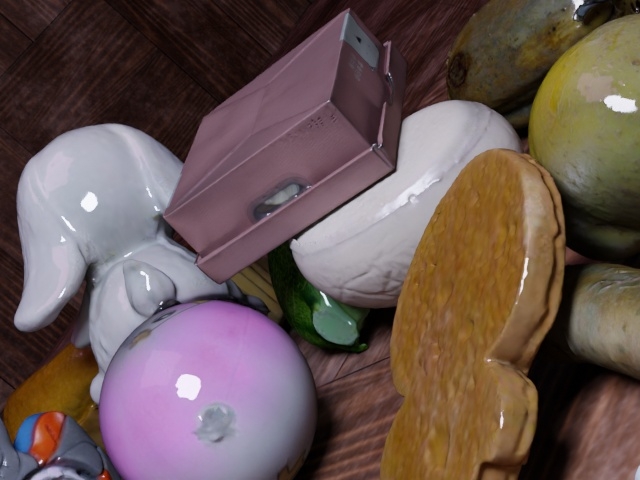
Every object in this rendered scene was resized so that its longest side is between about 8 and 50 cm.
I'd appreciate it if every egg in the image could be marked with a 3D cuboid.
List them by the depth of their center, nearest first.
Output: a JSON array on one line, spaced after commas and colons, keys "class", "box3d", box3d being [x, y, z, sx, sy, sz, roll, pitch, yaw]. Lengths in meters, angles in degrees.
[{"class": "egg", "box3d": [-0.101, 0.151, 1.130, 0.196, 0.196, 0.271, -53, 0, -19]}]

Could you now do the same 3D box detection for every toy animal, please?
[{"class": "toy animal", "box3d": [-0.205, 0.018, 1.297, 0.249, 0.289, 0.174, -49, -19, -25]}]

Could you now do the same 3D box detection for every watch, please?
[{"class": "watch", "box3d": [-0.382, 0.302, 1.355, 0.274, 0.305, 0.241, -25, 25, 43]}]

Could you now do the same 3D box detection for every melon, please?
[{"class": "melon", "box3d": [0.000, 0.000, 1.327, 0.124, 0.196, 0.323, 0, 30, 7]}]

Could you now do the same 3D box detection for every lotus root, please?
[{"class": "lotus root", "box3d": [0.214, -0.188, 1.214, 0.241, 0.124, 0.123, -29, 38, 49]}]

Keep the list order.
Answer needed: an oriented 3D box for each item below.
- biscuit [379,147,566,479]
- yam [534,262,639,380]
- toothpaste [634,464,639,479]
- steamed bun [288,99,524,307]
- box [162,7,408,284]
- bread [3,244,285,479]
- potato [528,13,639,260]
[{"class": "biscuit", "box3d": [0.097, 0.077, 0.825, 0.202, 0.044, 0.288, 135, 146, -57]}, {"class": "yam", "box3d": [0.173, 0.048, 0.797, 0.071, 0.067, 0.317, -9, 4, -15]}, {"class": "toothpaste", "box3d": [0.203, 0.130, 0.550, 0.052, 0.033, 0.218, -54, 16, -7]}, {"class": "steamed bun", "box3d": [0.087, -0.023, 1.137, 0.228, 0.130, 0.177, -34, 21, 19]}, {"class": "box", "box3d": [-0.028, -0.094, 1.179, 0.215, 0.086, 0.215, -33, 24, 25]}, {"class": "bread", "box3d": [-0.210, 0.146, 1.508, 0.388, 0.183, 0.236, -45, 11, 13]}, {"class": "potato", "box3d": [0.213, -0.061, 0.846, 0.157, 0.157, 0.194, -59, -8, -38]}]
